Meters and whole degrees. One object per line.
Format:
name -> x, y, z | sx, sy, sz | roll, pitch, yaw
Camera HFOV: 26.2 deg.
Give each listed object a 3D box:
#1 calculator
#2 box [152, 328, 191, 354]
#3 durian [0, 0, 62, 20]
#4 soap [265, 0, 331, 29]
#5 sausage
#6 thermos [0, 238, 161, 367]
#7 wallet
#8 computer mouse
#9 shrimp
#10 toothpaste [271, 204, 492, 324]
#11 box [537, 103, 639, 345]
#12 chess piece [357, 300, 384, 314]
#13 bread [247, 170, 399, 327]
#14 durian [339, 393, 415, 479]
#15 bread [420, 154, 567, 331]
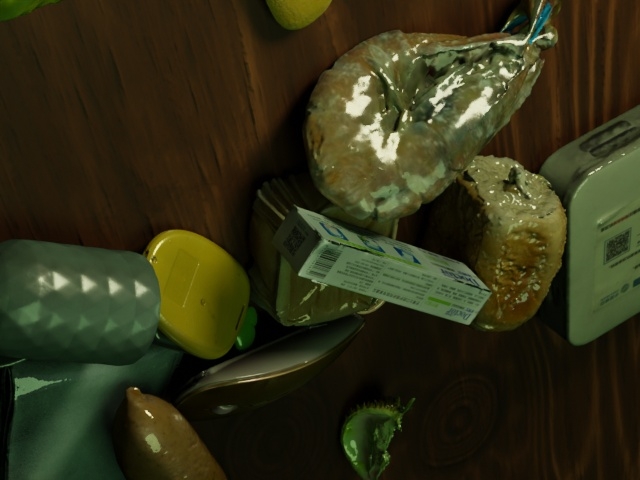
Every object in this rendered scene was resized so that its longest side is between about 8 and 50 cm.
calculator -> -0.155, 0.075, 1.810 | 0.235, 0.032, 0.146 | 37, 62, -43
box -> -0.181, 0.102, 1.830 | 0.126, 0.031, 0.091 | 21, 72, -45
durian -> -0.311, -0.325, 1.292 | 0.340, 0.204, 0.256 | 31, 88, -49
soap -> -0.040, -0.320, 1.636 | 0.089, 0.033, 0.168 | -44, 138, -5
sausage -> -0.183, 0.370, 1.957 | 0.123, 0.136, 0.501 | -21, 144, -1
thermos -> -0.347, 0.081, 1.635 | 0.286, 0.145, 0.182 | 7, 126, -40
wallet -> -0.318, 0.255, 1.856 | 0.251, 0.054, 0.290 | -12, 129, -35
computer mouse -> -0.066, 0.184, 1.934 | 0.310, 0.072, 0.158 | -20, 165, -36
shrimp -> 0.155, -0.202, 1.817 | 0.446, 0.110, 0.221 | -40, 97, -20
toothpaste -> 0.088, 0.038, 1.819 | 0.336, 0.081, 0.067 | 18, 113, -43
box -> 0.530, -0.049, 2.257 | 0.396, 0.111, 0.396 | -27, 136, -19
chess piece -> 0.066, 0.069, 2.031 | 0.084, 0.038, 0.083 | -23, 136, -24
bread -> -0.001, 0.001, 1.869 | 0.192, 0.110, 0.210 | -16, 131, -25
durian -> 0.095, 0.303, 2.193 | 0.086, 0.100, 0.215 | -14, 137, -34
bread -> 0.265, -0.005, 2.014 | 0.176, 0.195, 0.246 | -8, 127, -29
